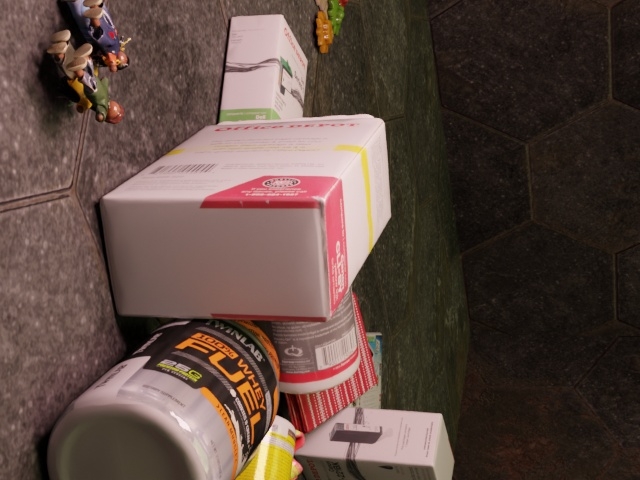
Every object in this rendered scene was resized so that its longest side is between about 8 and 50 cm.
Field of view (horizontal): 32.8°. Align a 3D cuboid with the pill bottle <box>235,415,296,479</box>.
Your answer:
[{"bbox_3d":[-0.106,0.370,1.608,0.117,0.117,0.215,66,28,-55],"label":"pill bottle"}]

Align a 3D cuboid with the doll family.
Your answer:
[{"bbox_3d":[-0.251,-0.203,1.205,0.111,0.076,0.193,63,27,-48],"label":"doll family"}]

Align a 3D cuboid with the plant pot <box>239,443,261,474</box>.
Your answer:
[{"bbox_3d":[-0.155,0.284,1.453,0.134,0.134,0.095,-65,176,-58],"label":"plant pot"}]

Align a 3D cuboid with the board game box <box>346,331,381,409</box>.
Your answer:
[{"bbox_3d":[0.079,0.298,2.396,0.305,0.053,0.193,18,72,-74],"label":"board game box"}]

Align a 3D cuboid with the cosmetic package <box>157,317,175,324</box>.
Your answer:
[{"bbox_3d":[-0.155,0.094,1.449,0.060,0.115,0.041,67,26,-56],"label":"cosmetic package"}]

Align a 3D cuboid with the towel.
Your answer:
[{"bbox_3d":[0.010,0.221,2.011,0.275,0.031,0.199,-23,101,-55],"label":"towel"}]

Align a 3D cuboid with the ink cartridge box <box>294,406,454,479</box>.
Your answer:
[{"bbox_3d":[0.104,0.415,2.081,0.197,0.273,0.114,70,28,-49],"label":"ink cartridge box"}]

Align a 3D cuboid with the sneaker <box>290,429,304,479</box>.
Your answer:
[{"bbox_3d":[-0.079,0.376,1.747,0.208,0.094,0.081,-74,159,-43],"label":"sneaker"}]

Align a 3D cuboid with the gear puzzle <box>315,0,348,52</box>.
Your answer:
[{"bbox_3d":[0.030,-0.529,2.282,0.175,0.044,0.339,71,23,-48],"label":"gear puzzle"}]

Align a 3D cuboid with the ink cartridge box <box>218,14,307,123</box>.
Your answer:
[{"bbox_3d":[-0.090,-0.230,1.744,0.160,0.093,0.219,53,40,-66],"label":"ink cartridge box"}]

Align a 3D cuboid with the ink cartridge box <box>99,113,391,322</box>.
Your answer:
[{"bbox_3d":[-0.076,-0.041,1.433,0.384,0.279,0.160,-54,141,-65],"label":"ink cartridge box"}]

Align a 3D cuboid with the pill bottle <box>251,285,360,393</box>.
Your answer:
[{"bbox_3d":[-0.038,0.072,1.759,0.176,0.176,0.318,-61,147,-61],"label":"pill bottle"}]

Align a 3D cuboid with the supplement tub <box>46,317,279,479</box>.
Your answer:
[{"bbox_3d":[-0.164,0.205,1.267,0.316,0.194,0.193,-49,136,-68],"label":"supplement tub"}]
